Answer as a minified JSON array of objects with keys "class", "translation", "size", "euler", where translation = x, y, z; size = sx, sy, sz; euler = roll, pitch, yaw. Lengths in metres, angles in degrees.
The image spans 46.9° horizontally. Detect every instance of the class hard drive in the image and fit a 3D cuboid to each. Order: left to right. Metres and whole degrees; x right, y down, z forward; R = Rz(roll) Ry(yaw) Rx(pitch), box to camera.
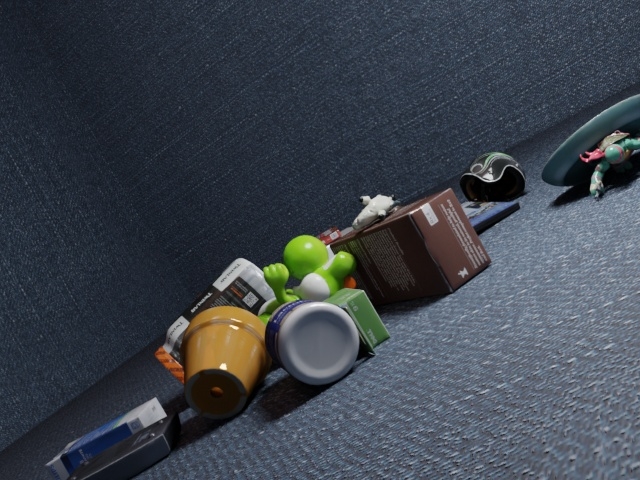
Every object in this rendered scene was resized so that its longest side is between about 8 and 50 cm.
[{"class":"hard drive","translation":[-0.415,0.460,1.555],"size":[0.255,0.054,0.172],"euler":[-29,4,2]}]

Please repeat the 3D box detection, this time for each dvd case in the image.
[{"class":"dvd case","translation":[0.414,-0.064,2.081],"size":[0.180,0.022,0.253],"euler":[-27,14,-20]}]

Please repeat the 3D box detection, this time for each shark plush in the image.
[{"class":"shark plush","translation":[0.131,-0.076,1.722],"size":[0.161,0.073,0.067],"euler":[-41,-19,-50]}]

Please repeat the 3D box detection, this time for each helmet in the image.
[{"class":"helmet","translation":[0.515,-0.182,2.185],"size":[0.162,0.169,0.169],"euler":[-34,6,-23]}]

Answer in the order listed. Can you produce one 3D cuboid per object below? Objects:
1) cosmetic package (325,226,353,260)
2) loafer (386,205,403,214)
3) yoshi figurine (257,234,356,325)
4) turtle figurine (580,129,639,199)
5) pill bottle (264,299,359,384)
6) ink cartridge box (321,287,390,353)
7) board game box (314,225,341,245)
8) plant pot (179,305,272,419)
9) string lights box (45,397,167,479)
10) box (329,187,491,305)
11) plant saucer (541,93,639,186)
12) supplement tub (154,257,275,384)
[{"class":"cosmetic package","translation":[0.074,0.053,2.521],"size":[0.224,0.138,0.225],"euler":[-31,3,-17]},{"class":"loafer","translation":[0.250,-0.066,2.798],"size":[0.134,0.130,0.366],"euler":[-31,5,-26]},{"class":"yoshi figurine","translation":[-0.083,0.129,1.758],"size":[0.362,0.203,0.203],"euler":[-43,23,5]},{"class":"turtle figurine","translation":[0.665,-0.183,1.618],"size":[0.175,0.118,0.234],"euler":[-26,0,34]},{"class":"pill bottle","translation":[-0.029,0.194,1.461],"size":[0.153,0.153,0.265],"euler":[-30,4,-13]},{"class":"ink cartridge box","translation":[0.075,0.158,1.480],"size":[0.062,0.109,0.209],"euler":[-31,4,-12]},{"class":"board game box","translation":[0.000,0.000,2.546],"size":[0.145,0.027,0.281],"euler":[-28,4,1]},{"class":"plant pot","translation":[-0.210,0.274,1.578],"size":[0.205,0.205,0.188],"euler":[-28,20,14]},{"class":"string lights box","translation":[-0.499,0.478,1.745],"size":[0.260,0.076,0.133],"euler":[-29,4,8]},{"class":"box","translation":[0.192,0.028,1.696],"size":[0.143,0.191,0.381],"euler":[-32,5,-25]},{"class":"plant saucer","translation":[0.673,-0.224,1.750],"size":[0.318,0.043,0.317],"euler":[-26,-23,-12]},{"class":"supplement tub","translation":[-0.254,0.228,1.918],"size":[0.338,0.207,0.207],"euler":[-46,8,-13]}]
